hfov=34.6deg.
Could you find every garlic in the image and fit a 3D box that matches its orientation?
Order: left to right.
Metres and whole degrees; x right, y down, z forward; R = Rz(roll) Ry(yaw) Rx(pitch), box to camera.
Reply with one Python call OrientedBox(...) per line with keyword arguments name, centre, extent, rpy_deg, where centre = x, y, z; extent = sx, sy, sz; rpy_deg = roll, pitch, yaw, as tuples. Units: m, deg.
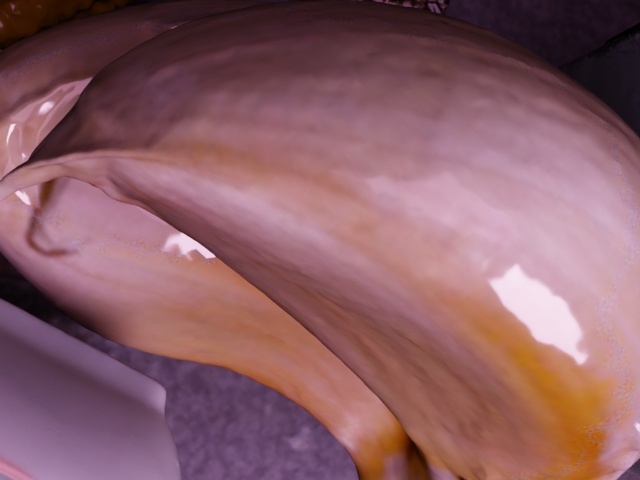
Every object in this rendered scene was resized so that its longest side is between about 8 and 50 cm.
OrientedBox(name="garlic", centre=(0.000, 0.000, 0.457), extent=(0.249, 0.286, 0.313), rpy_deg=(-44, 107, 11))

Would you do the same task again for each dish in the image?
OrientedBox(name="dish", centre=(-0.136, 0.087, 0.461), extent=(0.151, 0.212, 0.077), rpy_deg=(29, 66, -10))

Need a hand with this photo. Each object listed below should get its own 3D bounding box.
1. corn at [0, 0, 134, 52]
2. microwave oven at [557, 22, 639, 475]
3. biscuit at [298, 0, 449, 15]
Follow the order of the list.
OrientedBox(name="corn", centre=(-0.198, -0.117, 0.494), extent=(0.363, 0.120, 0.120), rpy_deg=(-35, 95, -7))
OrientedBox(name="microwave oven", centre=(0.274, -0.001, 0.549), extent=(0.295, 0.181, 0.238), rpy_deg=(-5, 88, -11))
OrientedBox(name="biscuit", centre=(0.047, -0.201, 0.587), extent=(0.131, 0.026, 0.237), rpy_deg=(-4, 89, -9))
